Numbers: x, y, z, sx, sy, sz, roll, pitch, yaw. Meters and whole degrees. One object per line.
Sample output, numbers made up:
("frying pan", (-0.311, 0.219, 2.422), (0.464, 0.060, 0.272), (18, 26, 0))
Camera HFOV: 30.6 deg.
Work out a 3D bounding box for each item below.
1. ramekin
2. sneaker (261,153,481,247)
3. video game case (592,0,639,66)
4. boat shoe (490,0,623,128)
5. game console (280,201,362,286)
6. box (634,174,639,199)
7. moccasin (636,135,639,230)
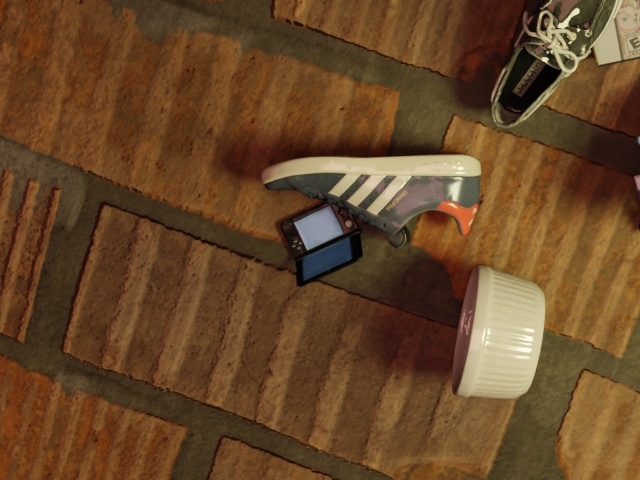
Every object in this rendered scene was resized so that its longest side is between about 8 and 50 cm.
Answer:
("ramekin", (0.274, 0.147, 1.804), (0.109, 0.207, 0.207), (11, 102, 2))
("sneaker", (0.077, -0.061, 1.846), (0.349, 0.131, 0.148), (0, 95, 13))
("video game case", (0.502, -0.392, 1.669), (0.274, 0.035, 0.248), (-9, 116, 25))
("boat shoe", (0.338, -0.292, 1.707), (0.113, 0.105, 0.306), (37, 126, -1))
("game console", (0.000, 0.000, 1.906), (0.122, 0.071, 0.107), (-25, 94, 15))
("box", (0.576, -0.073, 1.774), (0.178, 0.042, 0.109), (-14, 95, 16))
("moccasin", (0.543, -0.148, 1.709), (0.116, 0.138, 0.342), (27, 73, 26))
